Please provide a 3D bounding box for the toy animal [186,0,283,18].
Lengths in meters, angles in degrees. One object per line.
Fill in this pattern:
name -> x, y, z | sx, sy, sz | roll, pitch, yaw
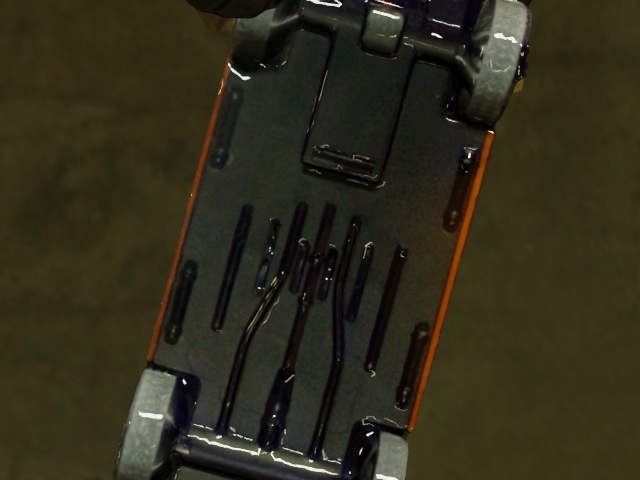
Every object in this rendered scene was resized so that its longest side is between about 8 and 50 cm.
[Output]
toy animal -> 0.018, -0.101, 0.309 | 0.210, 0.121, 0.117 | 9, 92, 40

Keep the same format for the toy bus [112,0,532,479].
toy bus -> 0.000, 0.000, 0.827 | 0.143, 0.153, 0.329 | 14, 92, -1

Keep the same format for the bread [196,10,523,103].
bread -> -0.002, -0.186, 1.051 | 0.173, 0.121, 0.311 | -27, 96, 10
